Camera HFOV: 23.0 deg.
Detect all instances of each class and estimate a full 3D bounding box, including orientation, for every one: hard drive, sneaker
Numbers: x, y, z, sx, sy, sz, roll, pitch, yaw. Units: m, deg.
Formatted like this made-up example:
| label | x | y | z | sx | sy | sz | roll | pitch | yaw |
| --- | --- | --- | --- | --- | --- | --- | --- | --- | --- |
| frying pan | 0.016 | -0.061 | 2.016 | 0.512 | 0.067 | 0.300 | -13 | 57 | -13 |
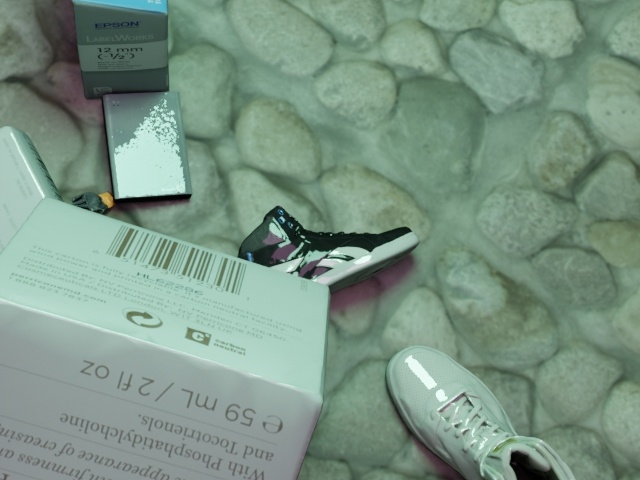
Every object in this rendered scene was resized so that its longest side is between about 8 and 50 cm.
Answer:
| label | x | y | z | sx | sy | sz | roll | pitch | yaw |
| --- | --- | --- | --- | --- | --- | --- | --- | --- | --- |
| hard drive | -0.210 | -0.112 | 1.895 | 0.094 | 0.022 | 0.135 | -4 | 73 | -16 |
| sneaker | 0.000 | 0.000 | 1.861 | 0.217 | 0.079 | 0.121 | -24 | 79 | -12 |
| sneaker | 0.191 | 0.221 | 1.770 | 0.108 | 0.169 | 0.292 | -38 | 79 | -15 |

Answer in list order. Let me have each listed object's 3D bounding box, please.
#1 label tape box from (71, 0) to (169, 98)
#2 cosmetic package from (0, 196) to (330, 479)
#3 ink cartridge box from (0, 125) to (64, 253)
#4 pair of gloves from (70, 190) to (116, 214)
| label | x | y | z | sx | sy | sz | roll | pitch | yaw |
| --- | --- | --- | --- | --- | --- | --- | --- | --- | --- |
| label tape box | -0.230 | -0.341 | 1.798 | 0.115 | 0.347 | 0.249 | -2 | 73 | -8 |
| cosmetic package | -0.200 | 0.219 | 1.553 | 0.330 | 0.327 | 0.393 | 17 | 106 | -4 |
| ink cartridge box | -0.441 | 0.094 | 1.794 | 0.385 | 0.091 | 0.308 | -29 | 78 | 2 |
| pair of gloves | -0.254 | -0.023 | 1.851 | 0.083 | 0.010 | 0.074 | 54 | 37 | 11 |
